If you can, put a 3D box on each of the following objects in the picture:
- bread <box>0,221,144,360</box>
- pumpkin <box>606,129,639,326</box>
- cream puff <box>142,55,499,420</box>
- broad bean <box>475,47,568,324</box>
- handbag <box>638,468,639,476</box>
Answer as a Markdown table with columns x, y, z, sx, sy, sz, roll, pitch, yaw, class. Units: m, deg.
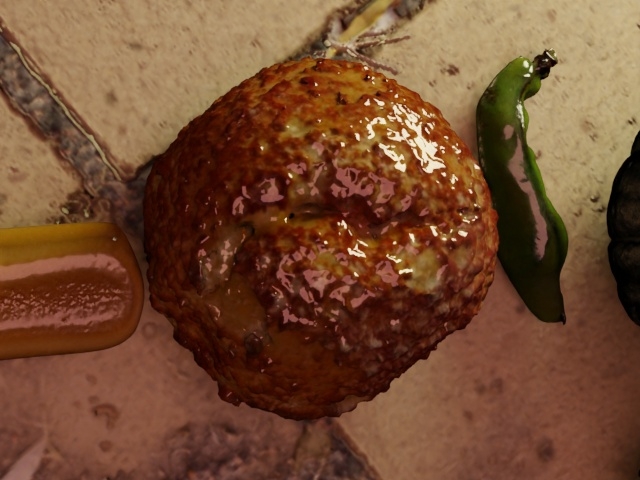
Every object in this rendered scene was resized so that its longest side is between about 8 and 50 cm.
| x | y | z | sx | sy | sz | roll | pitch | yaw | class |
| --- | --- | --- | --- | --- | --- | --- | --- | --- | --- |
| -0.236 | 0.038 | 1.147 | 0.239 | 0.074 | 0.092 | -5 | 103 | -11 | bread |
| 0.303 | -0.008 | 1.209 | 0.221 | 0.162 | 0.220 | 0 | 90 | -18 | pumpkin |
| -0.001 | 0.000 | 1.152 | 0.240 | 0.164 | 0.240 | -2 | 102 | -9 | cream puff |
| 0.140 | -0.036 | 1.231 | 0.061 | 0.046 | 0.195 | -3 | 96 | -9 | broad bean |
| 0.351 | 0.226 | 1.239 | 0.254 | 0.181 | 0.181 | -6 | 90 | -11 | handbag |
